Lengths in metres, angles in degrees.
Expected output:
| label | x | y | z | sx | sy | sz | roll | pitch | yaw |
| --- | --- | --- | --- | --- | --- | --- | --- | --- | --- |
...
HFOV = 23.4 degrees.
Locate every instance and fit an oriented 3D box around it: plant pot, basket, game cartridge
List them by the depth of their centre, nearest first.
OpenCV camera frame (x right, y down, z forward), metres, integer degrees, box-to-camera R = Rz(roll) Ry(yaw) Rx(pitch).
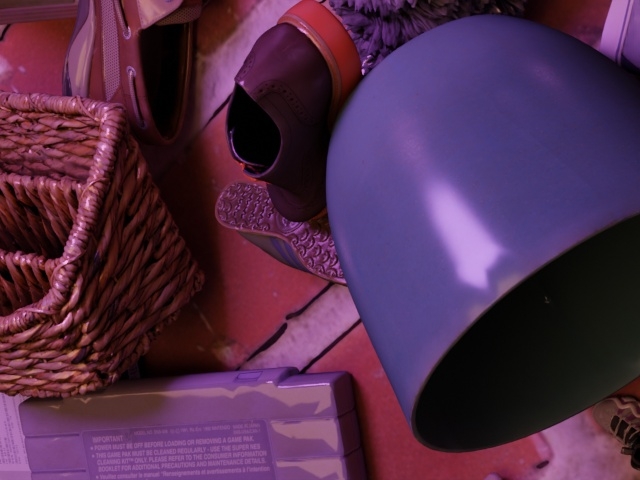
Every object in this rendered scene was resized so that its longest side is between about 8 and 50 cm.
| label | x | y | z | sx | sy | sz | roll | pitch | yaw |
| --- | --- | --- | --- | --- | --- | --- | --- | --- | --- |
| plant pot | 0.140 | -0.024 | 1.142 | 0.293 | 0.293 | 0.235 | -52 | 55 | 34 |
| basket | -0.303 | 0.002 | 1.481 | 0.299 | 0.213 | 0.223 | 11 | 137 | 40 |
| game cartridge | -0.120 | 0.243 | 1.504 | 0.355 | 0.068 | 0.230 | -6 | 92 | 25 |

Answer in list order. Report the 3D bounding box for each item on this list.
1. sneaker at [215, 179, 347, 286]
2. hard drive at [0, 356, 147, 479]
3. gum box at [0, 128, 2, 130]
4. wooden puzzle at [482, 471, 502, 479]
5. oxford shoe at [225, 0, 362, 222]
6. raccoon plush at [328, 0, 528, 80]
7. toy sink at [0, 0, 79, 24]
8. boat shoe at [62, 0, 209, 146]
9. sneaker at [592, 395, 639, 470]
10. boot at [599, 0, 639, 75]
| label | x | y | z | sx | sy | sz | roll | pitch | yaw |
| --- | --- | --- | --- | --- | --- | --- | --- | --- | --- |
| sneaker | 0.000 | 0.000 | 1.380 | 0.192 | 0.086 | 0.064 | 23 | 85 | 36 |
| hard drive | -0.322 | 0.182 | 1.690 | 0.339 | 0.064 | 0.236 | -6 | 97 | 40 |
| gum box | -0.387 | -0.032 | 1.689 | 0.107 | 0.062 | 0.188 | 11 | 107 | 36 |
| wooden puzzle | 0.174 | 0.354 | 1.354 | 0.238 | 0.044 | 0.221 | 50 | 127 | 24 |
| oxford shoe | -0.035 | -0.082 | 1.218 | 0.097 | 0.098 | 0.271 | 44 | 160 | 21 |
| raccoon plush | 0.038 | -0.195 | 1.158 | 0.216 | 0.299 | 0.446 | 18 | 112 | 34 |
| toy sink | -0.296 | -0.338 | 1.487 | 0.131 | 0.153 | 0.234 | 30 | 117 | 30 |
| boat shoe | -0.156 | -0.237 | 1.432 | 0.120 | 0.122 | 0.324 | 23 | 122 | 27 |
| sneaker | 0.249 | 0.156 | 1.223 | 0.098 | 0.069 | 0.038 | 19 | 112 | 34 |
| boot | 0.269 | -0.205 | 1.130 | 0.086 | 0.069 | 0.190 | 22 | 122 | 25 |
